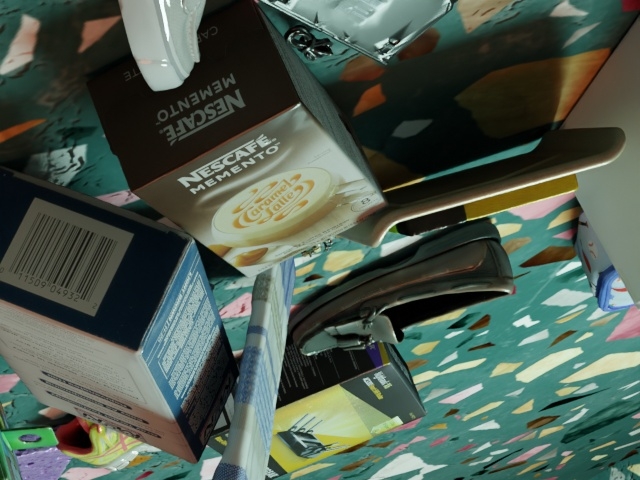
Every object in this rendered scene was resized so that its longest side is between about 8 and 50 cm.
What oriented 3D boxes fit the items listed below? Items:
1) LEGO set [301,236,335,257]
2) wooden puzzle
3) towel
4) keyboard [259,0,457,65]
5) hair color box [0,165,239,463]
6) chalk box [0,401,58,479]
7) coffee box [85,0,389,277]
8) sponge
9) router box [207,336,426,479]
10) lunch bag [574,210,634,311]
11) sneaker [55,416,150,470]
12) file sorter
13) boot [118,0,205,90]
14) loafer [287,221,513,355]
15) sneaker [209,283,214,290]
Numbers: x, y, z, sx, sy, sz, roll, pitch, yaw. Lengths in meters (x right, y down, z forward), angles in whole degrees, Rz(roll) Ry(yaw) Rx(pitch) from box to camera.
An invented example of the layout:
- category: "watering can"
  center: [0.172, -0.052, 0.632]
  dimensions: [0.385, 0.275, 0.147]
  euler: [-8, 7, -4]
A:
- category: "LEGO set"
  center: [0.002, 0.000, 1.424]
  dimensions: [0.054, 0.023, 0.083]
  euler: [-22, 158, 2]
- category: "wooden puzzle"
  center: [0.137, -0.043, 1.299]
  dimensions: [0.238, 0.044, 0.221]
  euler: [-20, -174, -7]
- category: "towel"
  center: [-0.061, 0.123, 1.348]
  dimensions: [0.034, 0.285, 0.209]
  euler: [7, 159, 4]
- category: "keyboard"
  center: [0.018, -0.171, 1.045]
  dimensions: [0.108, 0.023, 0.180]
  euler: [-38, 153, 21]
- category: "hair color box"
  center: [-0.181, 0.075, 1.222]
  dimensions: [0.173, 0.105, 0.347]
  euler: [21, 160, 10]
- category: "chalk box"
  center: [-0.375, 0.219, 1.454]
  dimensions: [0.213, 0.132, 0.132]
  euler: [-18, 157, -10]
- category: "coffee box"
  center: [-0.055, -0.069, 1.109]
  dimensions: [0.141, 0.098, 0.246]
  euler: [-28, 158, 9]
- category: "sponge"
  center: [-0.371, 0.283, 1.737]
  dimensions: [0.117, 0.031, 0.210]
  euler: [-9, 155, -31]
- category: "router box"
  center: [-0.010, 0.201, 1.806]
  dimensions: [0.242, 0.081, 0.309]
  euler: [-23, 158, 5]
- category: "lunch bag"
  center: [0.448, -0.022, 1.665]
  dimensions: [0.303, 0.115, 0.243]
  euler: [-21, 160, 2]
- category: "sneaker"
  center: [-0.223, 0.195, 1.608]
  dimensions: [0.094, 0.081, 0.208]
  euler: [16, 133, -37]
- category: "file sorter"
  center: [0.369, -0.098, 1.312]
  dimensions: [0.173, 0.193, 0.278]
  euler: [-16, 158, -22]
- category: "boot"
  center: [-0.064, -0.180, 0.846]
  dimensions: [0.123, 0.095, 0.258]
  euler: [-12, 157, -4]
- category: "loafer"
  center: [0.087, 0.072, 1.588]
  dimensions: [0.267, 0.084, 0.096]
  euler: [-29, 157, 18]
- category: "sneaker"
  center: [-0.149, 0.096, 1.449]
  dimensions: [0.068, 0.071, 0.170]
  euler: [-6, 153, -33]
